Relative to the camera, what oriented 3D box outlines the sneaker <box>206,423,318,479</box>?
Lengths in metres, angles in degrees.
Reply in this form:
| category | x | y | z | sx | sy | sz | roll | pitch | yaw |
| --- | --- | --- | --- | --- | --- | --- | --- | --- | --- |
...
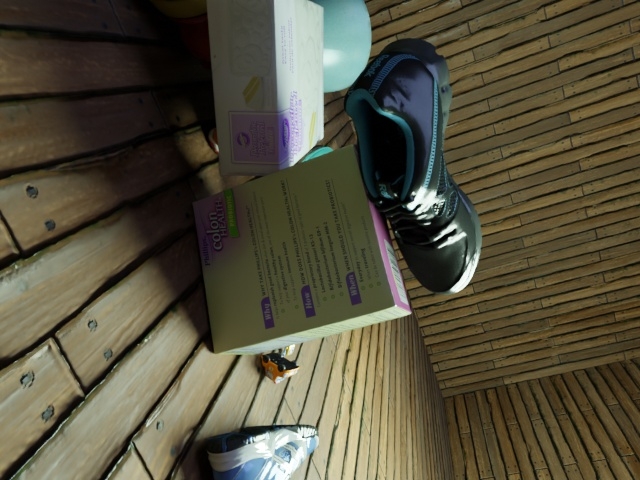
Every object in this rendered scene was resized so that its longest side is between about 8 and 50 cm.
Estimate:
| category | x | y | z | sx | sy | sz | roll | pitch | yaw |
| --- | --- | --- | --- | --- | --- | --- | --- | --- | --- |
| sneaker | -0.066 | 0.270 | 0.610 | 0.211 | 0.080 | 0.081 | 23 | 58 | -60 |

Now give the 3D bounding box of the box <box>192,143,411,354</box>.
| category | x | y | z | sx | sy | sz | roll | pitch | yaw |
| --- | --- | --- | --- | --- | --- | --- | --- | --- | --- |
| box | -0.027 | 0.023 | 0.675 | 0.117 | 0.242 | 0.214 | 34 | 40 | -67 |

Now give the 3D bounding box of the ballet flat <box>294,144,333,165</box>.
| category | x | y | z | sx | sy | sz | roll | pitch | yaw |
| --- | --- | --- | --- | --- | --- | --- | --- | --- | --- |
| ballet flat | -0.056 | -0.070 | 0.877 | 0.095 | 0.096 | 0.281 | 60 | 38 | -35 |

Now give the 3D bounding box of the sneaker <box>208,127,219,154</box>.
| category | x | y | z | sx | sy | sz | roll | pitch | yaw |
| --- | --- | --- | --- | --- | --- | --- | --- | --- | --- |
| sneaker | -0.141 | -0.200 | 0.861 | 0.175 | 0.067 | 0.064 | -91 | 157 | -52 |

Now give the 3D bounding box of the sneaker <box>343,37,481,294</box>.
| category | x | y | z | sx | sy | sz | roll | pitch | yaw |
| --- | --- | --- | --- | --- | --- | --- | --- | --- | --- |
| sneaker | 0.106 | -0.058 | 0.617 | 0.140 | 0.125 | 0.341 | -47 | 126 | -41 |

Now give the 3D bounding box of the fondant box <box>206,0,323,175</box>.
| category | x | y | z | sx | sy | sz | roll | pitch | yaw |
| --- | --- | --- | --- | --- | --- | --- | --- | --- | --- |
| fondant box | -0.068 | -0.253 | 0.790 | 0.330 | 0.096 | 0.239 | -60 | 152 | -66 |

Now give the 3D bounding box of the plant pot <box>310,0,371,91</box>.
| category | x | y | z | sx | sy | sz | roll | pitch | yaw |
| --- | --- | --- | --- | --- | --- | --- | --- | --- | --- |
| plant pot | -0.049 | -0.494 | 1.218 | 0.195 | 0.290 | 0.291 | -30 | 106 | -38 |

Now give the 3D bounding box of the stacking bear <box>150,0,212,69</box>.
| category | x | y | z | sx | sy | sz | roll | pitch | yaw |
| --- | --- | --- | --- | --- | --- | --- | --- | --- | --- |
| stacking bear | -0.188 | -0.390 | 0.726 | 0.289 | 0.164 | 0.176 | 71 | 27 | -59 |

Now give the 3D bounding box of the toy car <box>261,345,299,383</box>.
| category | x | y | z | sx | sy | sz | roll | pitch | yaw |
| --- | --- | --- | --- | --- | --- | --- | --- | --- | --- |
| toy car | -0.050 | 0.193 | 0.785 | 0.122 | 0.060 | 0.041 | -9 | 114 | -69 |
